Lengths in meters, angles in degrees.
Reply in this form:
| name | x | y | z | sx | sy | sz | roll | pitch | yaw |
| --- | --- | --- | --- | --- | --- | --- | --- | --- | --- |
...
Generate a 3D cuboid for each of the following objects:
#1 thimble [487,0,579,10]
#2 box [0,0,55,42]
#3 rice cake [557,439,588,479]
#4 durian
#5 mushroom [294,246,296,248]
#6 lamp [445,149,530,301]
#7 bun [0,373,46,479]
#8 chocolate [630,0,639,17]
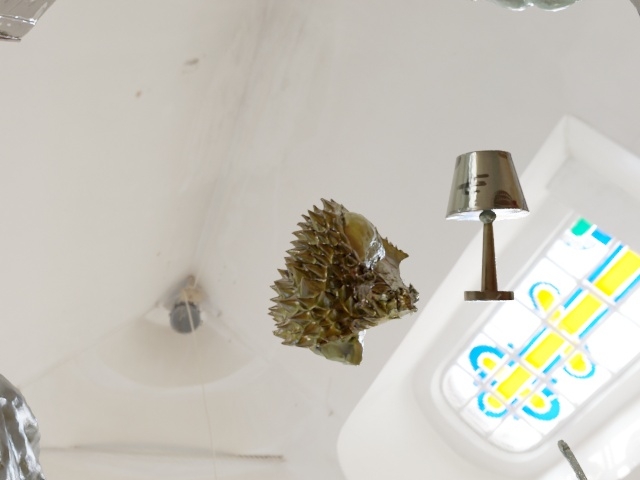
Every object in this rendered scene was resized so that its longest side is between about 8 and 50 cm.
| name | x | y | z | sx | sy | sz | roll | pitch | yaw |
| --- | --- | --- | --- | --- | --- | --- | --- | --- | --- |
| thimble | 0.151 | -0.255 | 0.438 | 0.211 | 0.185 | 0.149 | 9 | -115 | -43 |
| box | -0.429 | -0.384 | 0.778 | 0.225 | 0.190 | 0.297 | 46 | -172 | -13 |
| rice cake | 0.509 | 0.448 | 1.342 | 0.121 | 0.022 | 0.022 | 56 | 178 | -24 |
| durian | 0.030 | 0.054 | 0.773 | 0.167 | 0.172 | 0.306 | 24 | -176 | -6 |
| mushroom | 0.000 | 0.003 | 1.325 | 0.054 | 0.059 | 0.202 | 7 | -166 | 16 |
| lamp | 0.241 | -0.019 | 0.963 | 0.121 | 0.121 | 0.214 | 3 | -97 | -24 |
| bun | -0.264 | 0.113 | 0.288 | 0.211 | 0.362 | 0.362 | -38 | -119 | 1 |
| chocolate | 0.327 | -0.287 | 0.657 | 0.126 | 0.148 | 0.343 | 5 | -152 | 27 |
